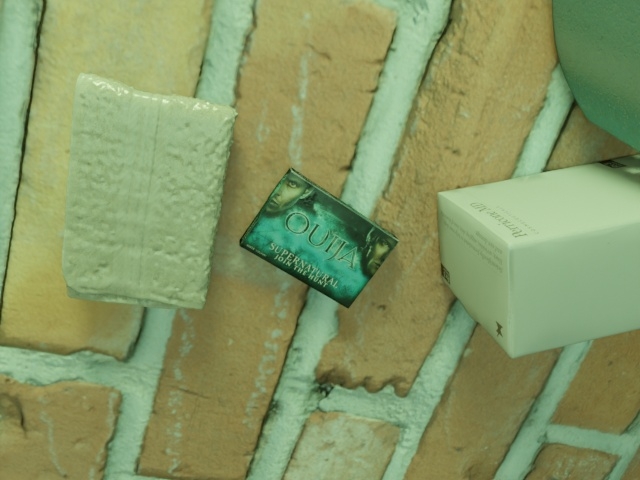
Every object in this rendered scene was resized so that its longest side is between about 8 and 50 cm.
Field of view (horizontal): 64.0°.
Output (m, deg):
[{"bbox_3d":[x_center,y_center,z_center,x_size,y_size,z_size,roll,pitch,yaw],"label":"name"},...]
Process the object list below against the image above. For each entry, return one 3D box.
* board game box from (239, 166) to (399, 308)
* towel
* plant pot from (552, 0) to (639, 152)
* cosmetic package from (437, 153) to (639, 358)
[{"bbox_3d":[0.000,0.000,0.709,0.186,0.026,0.126,31,103,-19],"label":"board game box"},{"bbox_3d":[-0.216,-0.047,0.643,0.187,0.049,0.282,9,108,-15],"label":"towel"},{"bbox_3d":[0.426,-0.242,0.586,0.247,0.247,0.252,-15,129,-4],"label":"plant pot"},{"bbox_3d":[0.371,0.000,0.674,0.384,0.217,0.156,-10,112,-8],"label":"cosmetic package"}]
